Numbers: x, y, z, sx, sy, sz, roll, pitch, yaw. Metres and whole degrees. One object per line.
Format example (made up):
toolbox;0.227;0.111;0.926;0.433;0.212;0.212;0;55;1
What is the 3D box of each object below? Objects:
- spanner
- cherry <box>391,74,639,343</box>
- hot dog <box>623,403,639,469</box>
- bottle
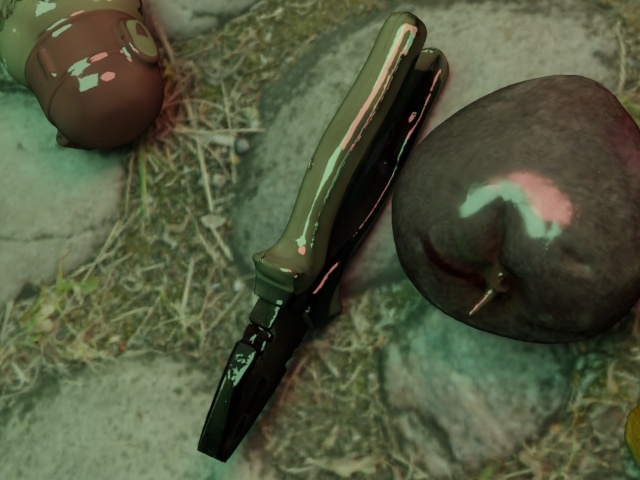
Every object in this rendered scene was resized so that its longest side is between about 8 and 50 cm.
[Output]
spanner;0.000;0.000;1.009;0.040;0.095;0.325;24;83;28
cherry;0.129;-0.019;0.940;0.176;0.140;0.176;-6;51;7
hot dog;0.293;0.037;0.897;0.286;0.061;0.088;-51;51;0
bottle;-0.200;-0.182;1.139;0.120;0.120;0.253;-36;64;9
